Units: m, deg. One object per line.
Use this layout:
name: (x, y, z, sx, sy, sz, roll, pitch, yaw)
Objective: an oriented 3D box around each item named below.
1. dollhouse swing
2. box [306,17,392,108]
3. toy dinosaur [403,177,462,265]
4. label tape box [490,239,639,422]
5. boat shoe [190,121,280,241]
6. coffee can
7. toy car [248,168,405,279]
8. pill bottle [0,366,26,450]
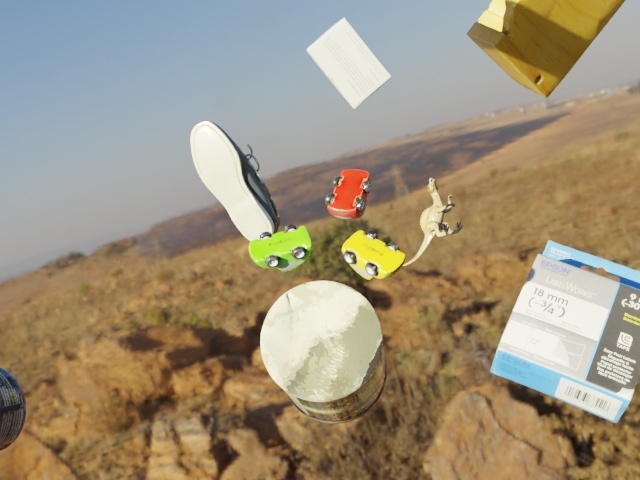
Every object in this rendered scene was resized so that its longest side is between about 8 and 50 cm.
dollhouse swing: (0.396, -0.503, 1.652, 0.315, 0.305, 0.347, 25, -74, -48)
box: (0.066, -0.425, 2.123, 0.119, 0.181, 0.182, -39, 10, 7)
toy dinosaur: (0.227, -0.029, 1.742, 0.053, 0.183, 0.092, 19, -7, -40)
label tape box: (0.488, 0.132, 1.634, 0.240, 0.106, 0.334, 21, 59, 17)
boat shoe: (-0.154, -0.117, 1.677, 0.095, 0.254, 0.079, -29, 12, 28)
coffee can: (0.013, 0.203, 1.553, 0.201, 0.202, 0.275, -17, -19, 0)
toy car: (0.000, 0.000, 1.388, 0.225, 0.053, 0.239, -16, 46, -5)
pill bottle: (-0.519, 0.237, 1.182, 0.130, 0.130, 0.245, -15, -8, 16)
